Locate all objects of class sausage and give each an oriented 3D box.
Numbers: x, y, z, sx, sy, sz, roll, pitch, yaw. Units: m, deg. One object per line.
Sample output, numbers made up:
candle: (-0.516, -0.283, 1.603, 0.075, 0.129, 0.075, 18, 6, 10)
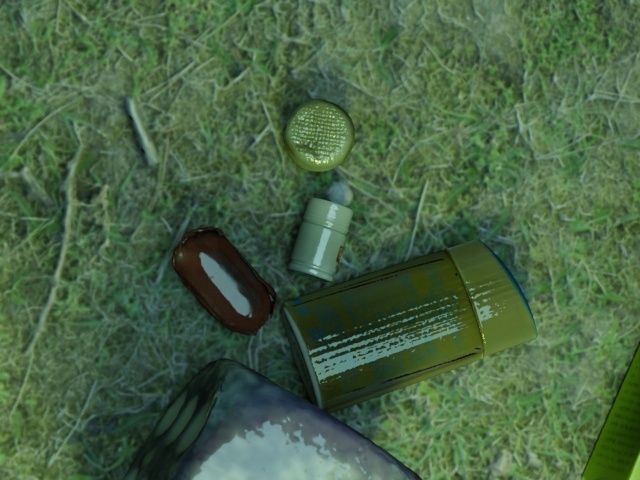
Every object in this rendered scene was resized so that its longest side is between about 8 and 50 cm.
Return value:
sausage: (-0.110, 0.046, 1.699, 0.076, 0.076, 0.141, -45, 101, -11)

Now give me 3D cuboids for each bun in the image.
bun: (-0.003, -0.119, 1.740, 0.086, 0.055, 0.086, 1, 78, -5)

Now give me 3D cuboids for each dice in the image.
dice: (-0.065, 0.302, 1.603, 0.271, 0.270, 0.270, 33, 82, -12)

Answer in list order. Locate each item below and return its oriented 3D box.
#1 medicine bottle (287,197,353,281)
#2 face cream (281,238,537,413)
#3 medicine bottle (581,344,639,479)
medicine bottle: (0.000, 0.000, 1.736, 0.057, 0.057, 0.089, 18, 85, -14)
face cream: (0.107, 0.095, 1.755, 0.285, 0.067, 0.139, -18, 84, -14)
medicine bottle: (0.441, 0.218, 1.809, 0.137, 0.141, 0.250, 26, 82, -9)
